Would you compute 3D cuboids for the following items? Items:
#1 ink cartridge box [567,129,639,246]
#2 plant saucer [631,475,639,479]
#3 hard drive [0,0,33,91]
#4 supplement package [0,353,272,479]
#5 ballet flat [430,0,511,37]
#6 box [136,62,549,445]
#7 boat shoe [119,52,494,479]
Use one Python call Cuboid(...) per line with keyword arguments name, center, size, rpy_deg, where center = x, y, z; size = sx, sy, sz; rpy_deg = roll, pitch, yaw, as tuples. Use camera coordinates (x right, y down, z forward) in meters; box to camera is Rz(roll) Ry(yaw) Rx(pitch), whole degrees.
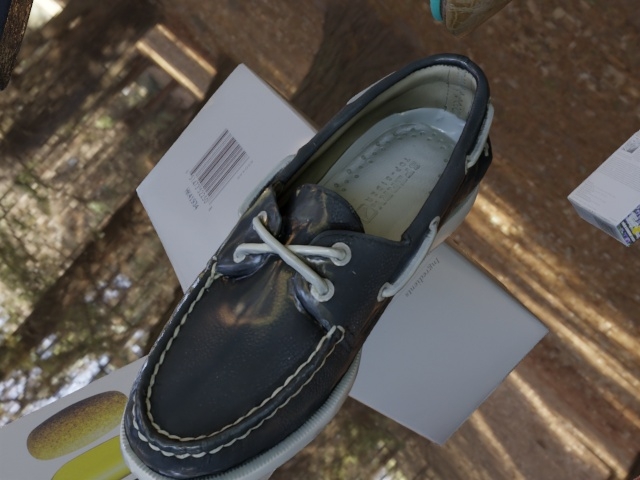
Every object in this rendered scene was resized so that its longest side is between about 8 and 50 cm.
Cuboid(name="ink cartridge box", center=(0.256, -0.053, 0.613), size=(0.029, 0.115, 0.063), rpy_deg=(46, -177, -31))
Cuboid(name="plant saucer", center=(0.358, 0.436, 1.137), size=(0.048, 0.258, 0.259), rpy_deg=(59, 170, 29))
Cuboid(name="hard drive", center=(-0.313, -0.277, 0.783), size=(0.054, 0.255, 0.172), rpy_deg=(14, 176, -16))
Cuboid(name="supplement package", center=(-0.170, 0.202, 0.699), size=(0.139, 0.244, 0.134), rpy_deg=(54, 151, 18))
Cuboid(name="ballet flat", center=(0.129, -0.260, 0.386), size=(0.124, 0.343, 0.116), rpy_deg=(12, -146, 18))
Cuboid(name="box", center=(0.024, 0.021, 0.773), size=(0.345, 0.168, 0.215), rpy_deg=(35, -171, -36))
Cuboid(name="boat shoe", center=(0.000, 0.000, 0.434), size=(0.114, 0.302, 0.091), rpy_deg=(25, 144, 17))
